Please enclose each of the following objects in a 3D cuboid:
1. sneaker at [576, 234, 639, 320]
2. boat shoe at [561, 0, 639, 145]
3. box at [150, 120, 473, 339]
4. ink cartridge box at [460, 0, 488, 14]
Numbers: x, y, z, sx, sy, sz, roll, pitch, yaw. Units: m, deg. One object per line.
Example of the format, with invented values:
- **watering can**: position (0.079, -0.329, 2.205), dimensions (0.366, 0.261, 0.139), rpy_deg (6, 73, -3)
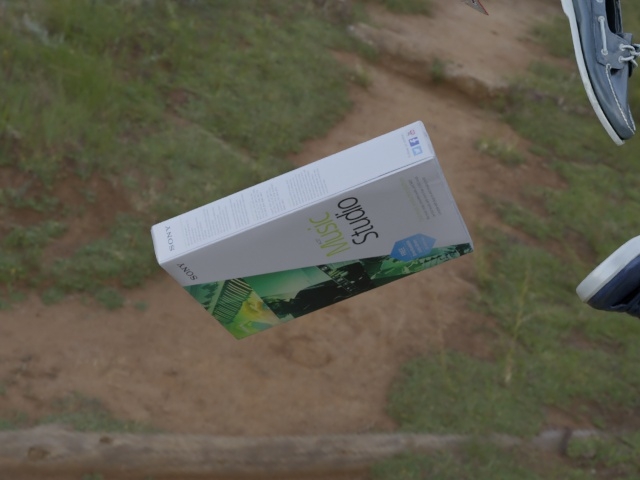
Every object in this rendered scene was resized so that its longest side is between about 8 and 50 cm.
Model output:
- **sneaker**: position (0.503, 0.087, 1.516), dimensions (0.350, 0.131, 0.148), rpy_deg (2, 48, -49)
- **boat shoe**: position (0.467, -0.313, 1.687), dimensions (0.116, 0.099, 0.319), rpy_deg (14, 61, -62)
- **box**: position (0.000, 0.000, 1.201), dimensions (0.232, 0.322, 0.058), rpy_deg (54, 18, -57)
- **ink cartridge box**: position (0.129, -0.277, 1.065), dimensions (0.115, 0.029, 0.063), rpy_deg (41, 3, 38)
